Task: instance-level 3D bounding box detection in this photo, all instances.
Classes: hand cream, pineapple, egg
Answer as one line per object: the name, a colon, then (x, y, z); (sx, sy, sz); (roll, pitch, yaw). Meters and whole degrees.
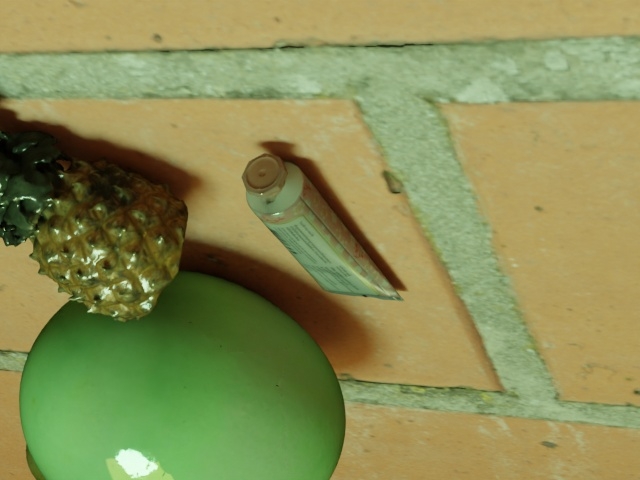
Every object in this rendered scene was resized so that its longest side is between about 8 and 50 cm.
hand cream: (0.000, 0.000, 0.921); (0.067, 0.043, 0.210); (4, 156, 24)
pineapple: (-0.210, -0.035, 0.892); (0.237, 0.111, 0.119); (27, 120, -12)
egg: (-0.109, 0.137, 1.028); (0.269, 0.220, 0.220); (21, 152, -25)

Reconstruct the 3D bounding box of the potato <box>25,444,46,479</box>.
potato: (-0.178, 0.210, 1.280); (0.235, 0.160, 0.178); (9, 180, -20)
